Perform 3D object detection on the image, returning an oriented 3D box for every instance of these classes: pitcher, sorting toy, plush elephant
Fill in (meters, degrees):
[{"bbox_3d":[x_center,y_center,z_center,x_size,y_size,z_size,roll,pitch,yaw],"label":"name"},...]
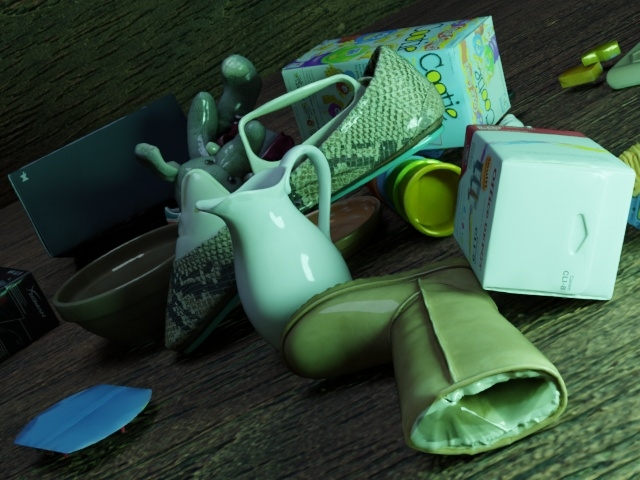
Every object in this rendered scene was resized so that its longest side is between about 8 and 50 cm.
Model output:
[{"bbox_3d":[-0.025,0.010,1.146,0.177,0.207,0.125,-37,20,-33],"label":"pitcher"},{"bbox_3d":[0.532,-0.296,1.551,0.307,0.041,0.229,-7,29,47],"label":"sorting toy"},{"bbox_3d":[-0.134,-0.111,1.595,0.330,0.272,0.255,-52,-2,11],"label":"plush elephant"}]

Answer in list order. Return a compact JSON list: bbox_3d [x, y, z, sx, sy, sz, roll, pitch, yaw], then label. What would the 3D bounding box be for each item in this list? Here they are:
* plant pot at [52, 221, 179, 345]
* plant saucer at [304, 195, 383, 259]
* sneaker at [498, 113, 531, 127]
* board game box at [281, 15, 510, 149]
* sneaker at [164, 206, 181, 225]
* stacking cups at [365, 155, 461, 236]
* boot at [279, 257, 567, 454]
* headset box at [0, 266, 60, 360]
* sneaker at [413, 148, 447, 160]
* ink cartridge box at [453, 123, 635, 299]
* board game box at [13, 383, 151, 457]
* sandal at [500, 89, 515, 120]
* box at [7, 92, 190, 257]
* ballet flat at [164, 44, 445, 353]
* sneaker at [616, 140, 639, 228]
[{"bbox_3d":[-0.252,0.074,1.456,0.237,0.110,0.237,-23,18,8],"label":"plant pot"},{"bbox_3d":[0.000,0.000,1.435,0.199,0.037,0.200,-24,16,7],"label":"plant saucer"},{"bbox_3d":[0.235,-0.088,1.279,0.104,0.095,0.236,-31,11,6],"label":"sneaker"},{"bbox_3d":[0.109,-0.217,1.461,0.275,0.144,0.142,-1,28,34],"label":"board game box"},{"bbox_3d":[-0.209,-0.064,1.861,0.161,0.075,0.057,-27,17,-1],"label":"sneaker"},{"bbox_3d":[0.127,-0.077,1.415,0.096,0.096,0.316,-27,13,-3],"label":"stacking cups"},{"bbox_3d":[0.073,0.109,0.919,0.236,0.089,0.269,-25,18,5],"label":"boot"},{"bbox_3d":[-0.621,0.165,1.717,0.293,0.110,0.218,-35,19,-27],"label":"headset box"},{"bbox_3d":[0.154,-0.156,1.585,0.221,0.087,0.083,-17,24,14],"label":"sneaker"},{"bbox_3d":[0.212,-0.033,0.999,0.127,0.128,0.176,4,17,-4],"label":"ink cartridge box"},{"bbox_3d":[-0.270,0.219,1.189,0.168,0.033,0.133,-2,23,42],"label":"board game box"},{"bbox_3d":[0.264,-0.202,1.664,0.067,0.040,0.179,-29,2,-29],"label":"sandal"},{"bbox_3d":[-0.396,-0.116,2.002,0.343,0.179,0.312,-28,1,-5],"label":"box"},{"bbox_3d":[-0.061,-0.072,1.312,0.483,0.182,0.164,-41,11,-1],"label":"ballet flat"},{"bbox_3d":[0.428,-0.077,0.972,0.296,0.112,0.131,-14,3,31],"label":"sneaker"}]
